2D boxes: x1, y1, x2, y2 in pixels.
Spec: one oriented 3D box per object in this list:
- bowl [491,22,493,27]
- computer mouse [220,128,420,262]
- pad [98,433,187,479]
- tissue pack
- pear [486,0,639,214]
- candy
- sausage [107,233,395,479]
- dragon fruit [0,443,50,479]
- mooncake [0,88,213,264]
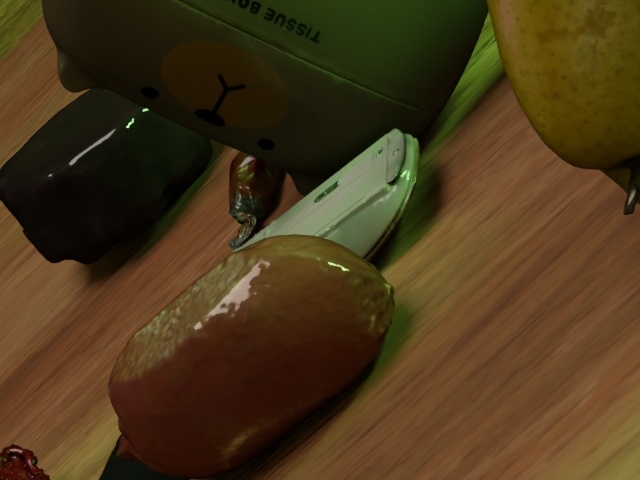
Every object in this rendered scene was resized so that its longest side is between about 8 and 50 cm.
[{"bbox_3d":[0.232,-0.237,1.131,0.289,0.146,0.289,-38,24,21],"label":"bowl"},{"bbox_3d":[0.000,0.000,1.279,0.245,0.056,0.126,-39,24,23],"label":"computer mouse"},{"bbox_3d":[-0.158,0.209,1.294,0.164,0.004,0.243,-25,32,43],"label":"pad"},{"bbox_3d":[-0.060,-0.229,1.338,0.276,0.387,0.267,-58,18,24],"label":"tissue pack"},{"bbox_3d":[0.233,-0.191,0.877,0.285,0.285,0.336,-24,76,45],"label":"pear"},{"bbox_3d":[-0.071,-0.063,1.525,0.053,0.046,0.182,-36,27,32],"label":"candy"},{"bbox_3d":[-0.063,0.090,1.152,0.254,0.148,0.148,-45,23,15],"label":"sausage"},{"bbox_3d":[-0.301,0.278,1.365,0.161,0.121,0.127,-37,-38,-54],"label":"dragon fruit"},{"bbox_3d":[-0.251,-0.096,1.781,0.283,0.141,0.283,-31,24,16],"label":"mooncake"}]
